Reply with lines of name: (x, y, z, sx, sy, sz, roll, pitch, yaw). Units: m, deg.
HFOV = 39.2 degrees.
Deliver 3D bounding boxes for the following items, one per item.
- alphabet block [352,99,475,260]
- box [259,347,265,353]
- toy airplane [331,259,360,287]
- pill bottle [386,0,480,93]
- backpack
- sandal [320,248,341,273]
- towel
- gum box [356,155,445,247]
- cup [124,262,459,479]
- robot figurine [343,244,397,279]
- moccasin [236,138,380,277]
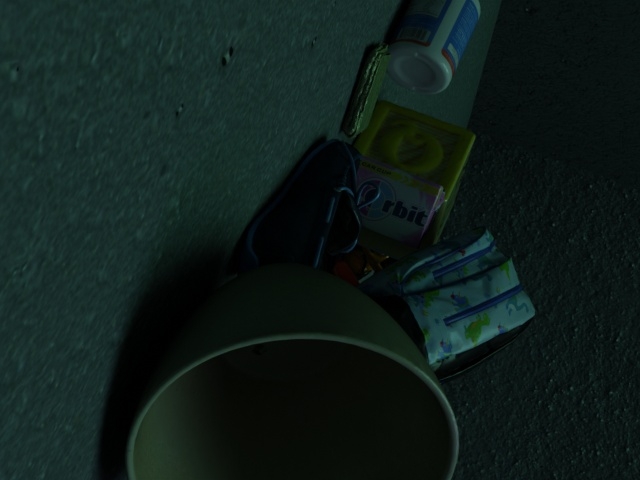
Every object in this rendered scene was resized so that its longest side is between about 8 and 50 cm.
alphabet block: (0.148, -0.102, 1.630, 0.197, 0.193, 0.192, 99, 15, -52)
box: (-0.076, 0.285, 1.369, 0.127, 0.148, 0.232, -52, 162, -59)
toy airplane: (0.050, 0.281, 1.694, 0.386, 0.272, 0.384, 53, 38, -40)
pill bottle: (0.201, -0.371, 1.541, 0.124, 0.124, 0.221, 91, 24, -64)
backpack: (0.179, 0.123, 1.451, 0.290, 0.355, 0.273, -43, -123, 56)
sandal: (0.000, 0.000, 1.484, 0.072, 0.049, 0.180, -59, 156, -16)
towel: (0.075, -0.238, 1.425, 0.110, 0.027, 0.148, -45, 153, -69)
gum box: (0.100, -0.066, 1.451, 0.062, 0.188, 0.107, 9, 103, -81)
cup: (-0.037, 0.158, 0.986, 0.237, 0.331, 0.331, -100, -158, -56)
robot figurine: (0.122, 0.051, 1.841, 0.085, 0.211, 0.291, -31, 168, -15)
moccasin: (0.000, -0.020, 1.220, 0.342, 0.117, 0.138, -57, 165, -49)
